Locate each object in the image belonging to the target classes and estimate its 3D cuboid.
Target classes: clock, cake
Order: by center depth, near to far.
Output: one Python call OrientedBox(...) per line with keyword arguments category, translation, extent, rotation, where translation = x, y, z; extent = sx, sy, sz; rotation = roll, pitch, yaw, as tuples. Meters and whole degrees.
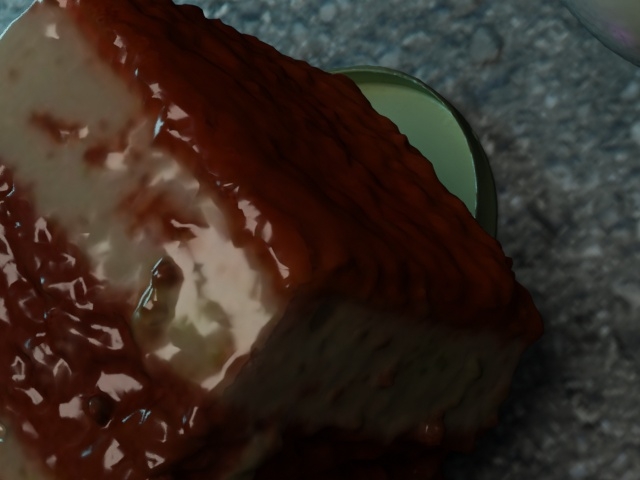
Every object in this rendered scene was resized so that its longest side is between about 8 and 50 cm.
OrientedBox(category="cake", translation=(-0.089, 0.060, 1.043), extent=(0.270, 0.269, 0.319), rotation=(47, 109, 31))
OrientedBox(category="clock", translation=(0.000, 0.000, 1.208), extent=(0.235, 0.029, 0.235), rotation=(-15, 61, 28))

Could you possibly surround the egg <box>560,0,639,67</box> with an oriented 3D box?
OrientedBox(category="egg", translation=(0.217, -0.240, 1.014), extent=(0.278, 0.278, 0.336), rotation=(7, 67, 36))
